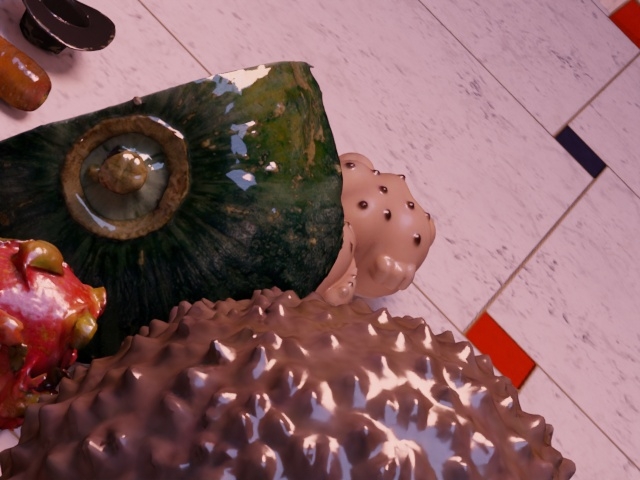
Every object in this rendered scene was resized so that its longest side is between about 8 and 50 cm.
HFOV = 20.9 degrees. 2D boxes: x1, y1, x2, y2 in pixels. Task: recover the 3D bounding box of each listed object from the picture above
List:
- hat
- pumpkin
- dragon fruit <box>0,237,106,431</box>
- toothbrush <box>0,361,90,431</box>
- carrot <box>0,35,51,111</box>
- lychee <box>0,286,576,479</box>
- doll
[{"bbox_3d":[-0.253,-0.208,1.649,0.121,0.050,0.121,31,24,-16],"label":"hat"},{"bbox_3d":[-0.119,-0.005,1.331,0.263,0.293,0.196,170,-97,-78],"label":"pumpkin"},{"bbox_3d":[-0.246,0.065,1.161,0.208,0.150,0.133,-3,21,-2],"label":"dragon fruit"},{"bbox_3d":[-0.219,0.119,1.266,0.027,0.021,0.269,44,27,12],"label":"toothbrush"},{"bbox_3d":[-0.319,-0.183,1.538,0.191,0.047,0.047,38,27,0],"label":"carrot"},{"bbox_3d":[-0.027,0.213,1.031,0.380,0.380,0.432,39,5,-10],"label":"lychee"},{"bbox_3d":[0.001,0.002,1.657,0.154,0.119,0.278,51,37,15],"label":"doll"}]
